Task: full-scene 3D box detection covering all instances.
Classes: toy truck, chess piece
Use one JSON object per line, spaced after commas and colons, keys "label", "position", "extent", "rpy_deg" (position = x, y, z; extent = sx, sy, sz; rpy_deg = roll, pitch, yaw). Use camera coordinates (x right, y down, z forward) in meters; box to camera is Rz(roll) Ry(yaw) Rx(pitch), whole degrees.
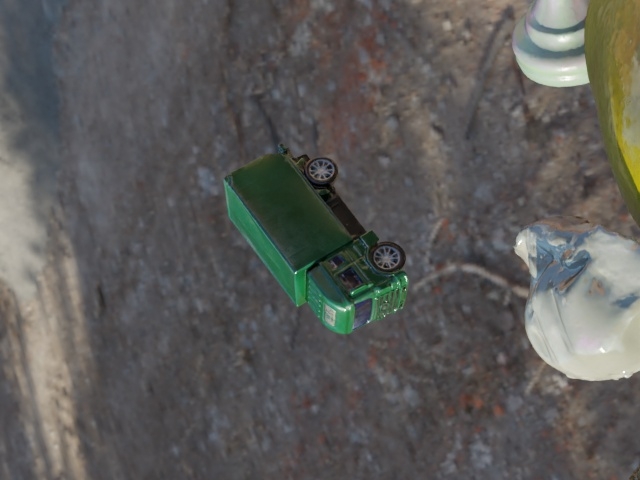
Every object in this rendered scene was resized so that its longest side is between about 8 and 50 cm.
{"label": "toy truck", "position": [0.000, 0.000, 0.796], "extent": [0.147, 0.079, 0.065], "rpy_deg": [51, 161, 23]}
{"label": "chess piece", "position": [0.284, -0.322, 1.273], "extent": [0.139, 0.139, 0.271], "rpy_deg": [45, 165, 41]}

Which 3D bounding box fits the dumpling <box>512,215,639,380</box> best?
{"label": "dumpling", "position": [0.200, 0.040, 0.800], "extent": [0.127, 0.108, 0.188], "rpy_deg": [48, 168, -15]}

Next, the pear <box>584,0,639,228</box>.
{"label": "pear", "position": [0.321, -0.126, 0.729], "extent": [0.386, 0.191, 0.340], "rpy_deg": [37, 108, 50]}

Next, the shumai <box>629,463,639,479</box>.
{"label": "shumai", "position": [0.462, 0.179, 1.035], "extent": [0.217, 0.283, 0.346], "rpy_deg": [35, 141, -1]}
